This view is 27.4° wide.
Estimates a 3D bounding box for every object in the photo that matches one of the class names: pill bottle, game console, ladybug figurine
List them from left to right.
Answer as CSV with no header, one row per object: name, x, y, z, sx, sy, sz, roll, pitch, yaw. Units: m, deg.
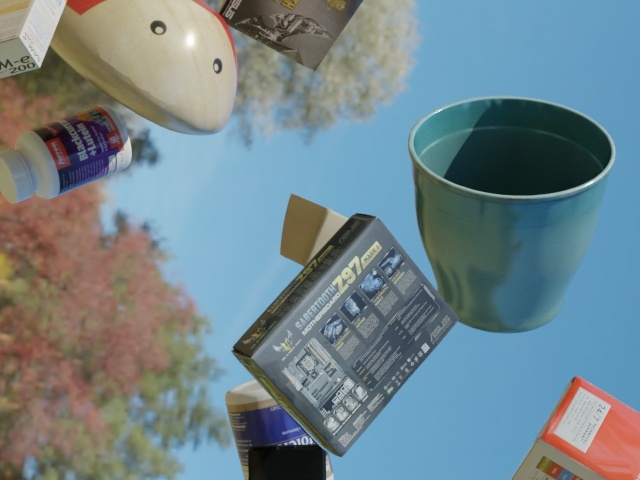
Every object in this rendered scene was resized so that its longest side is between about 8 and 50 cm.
pill bottle,-0.394,-0.127,1.988,0.108,0.193,0.108,37,-39,38
ladybug figurine,-0.249,-0.293,1.825,0.162,0.305,0.449,-56,-146,8
pill bottle,-0.063,0.370,2.261,0.153,0.153,0.265,174,-99,-69
game console,-0.055,0.375,2.045,0.107,0.122,0.071,101,-14,-51

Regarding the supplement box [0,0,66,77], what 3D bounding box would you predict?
supplement box,-0.266,-0.186,1.142,0.062,0.036,0.098,-11,-137,21

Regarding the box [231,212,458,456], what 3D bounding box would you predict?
box,0.033,0.111,1.562,0.233,0.183,0.059,-49,-153,-17

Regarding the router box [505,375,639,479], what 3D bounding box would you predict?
router box,0.286,0.316,1.185,0.082,0.301,0.335,-49,166,-39

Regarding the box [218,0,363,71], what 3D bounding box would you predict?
box,-0.032,-0.391,2.024,0.231,0.183,0.056,-51,-164,44

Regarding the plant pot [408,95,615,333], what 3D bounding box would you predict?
plant pot,0.252,-0.024,1.799,0.271,0.271,0.255,-108,-166,-54

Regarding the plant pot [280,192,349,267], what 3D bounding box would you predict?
plant pot,0.000,0.000,2.034,0.109,0.109,0.096,24,-92,52
